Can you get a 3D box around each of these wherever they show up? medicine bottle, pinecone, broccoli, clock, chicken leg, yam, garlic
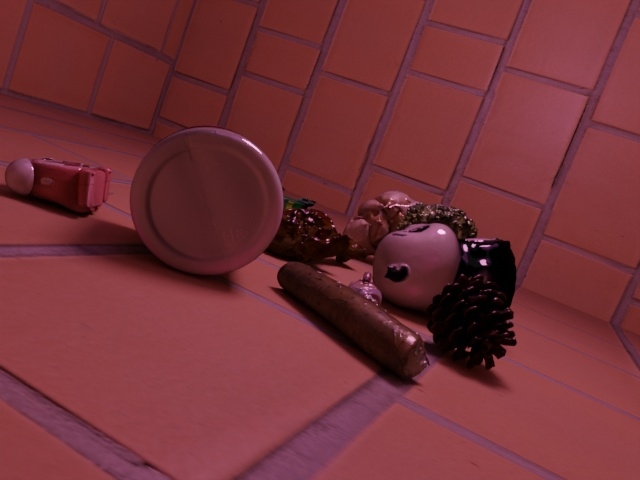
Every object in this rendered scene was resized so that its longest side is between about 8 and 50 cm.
[{"bbox_3d":[-0.203,-0.082,1.099,0.253,0.252,0.241,19,8,-13],"label":"medicine bottle"},{"bbox_3d":[0.283,0.159,1.114,0.163,0.163,0.165,17,29,-29],"label":"pinecone"},{"bbox_3d":[0.341,0.039,1.760,0.288,0.259,0.235,25,-26,3],"label":"broccoli"},{"bbox_3d":[-0.501,-0.109,1.159,0.162,0.092,0.166,11,9,-5],"label":"clock"},{"bbox_3d":[0.004,-0.007,1.562,0.361,0.140,0.212,10,5,-40],"label":"chicken leg"},{"bbox_3d":[0.040,0.117,1.022,0.083,0.083,0.372,15,9,-39],"label":"yam"},{"bbox_3d":[0.204,-0.068,1.917,0.281,0.184,0.203,-6,-28,10],"label":"garlic"}]

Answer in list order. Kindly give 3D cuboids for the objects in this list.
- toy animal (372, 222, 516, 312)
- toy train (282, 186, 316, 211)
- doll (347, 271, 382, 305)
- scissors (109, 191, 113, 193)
[{"bbox_3d":[0.275,0.076,1.414,0.310,0.250,0.251,7,10,-10],"label":"toy animal"},{"bbox_3d":[-0.155,-0.115,2.001,0.301,0.120,0.202,27,13,40],"label":"toy train"},{"bbox_3d":[0.086,0.103,1.207,0.073,0.084,0.127,19,0,-9],"label":"doll"},{"bbox_3d":[-0.526,-0.118,1.433,0.036,0.006,0.083,24,8,37],"label":"scissors"}]
